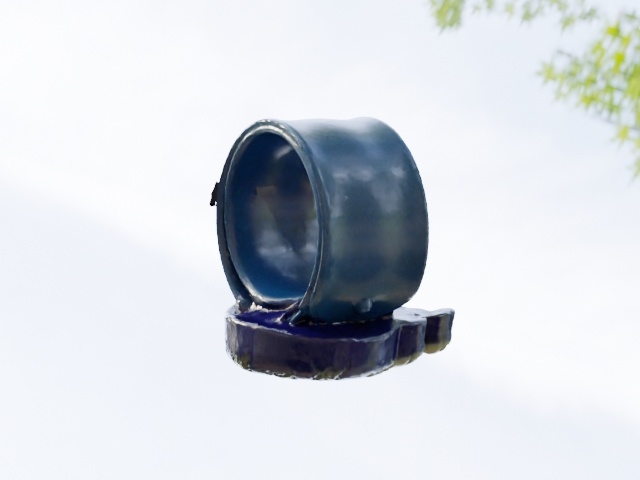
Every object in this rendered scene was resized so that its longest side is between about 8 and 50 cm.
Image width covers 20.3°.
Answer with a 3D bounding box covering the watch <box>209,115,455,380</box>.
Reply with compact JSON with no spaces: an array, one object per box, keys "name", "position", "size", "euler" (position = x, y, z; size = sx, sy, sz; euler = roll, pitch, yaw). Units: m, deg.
[{"name":"watch","position":[-0.001,0.002,1.386],"size":[0.196,0.171,0.200],"euler":[14,-73,48]}]
